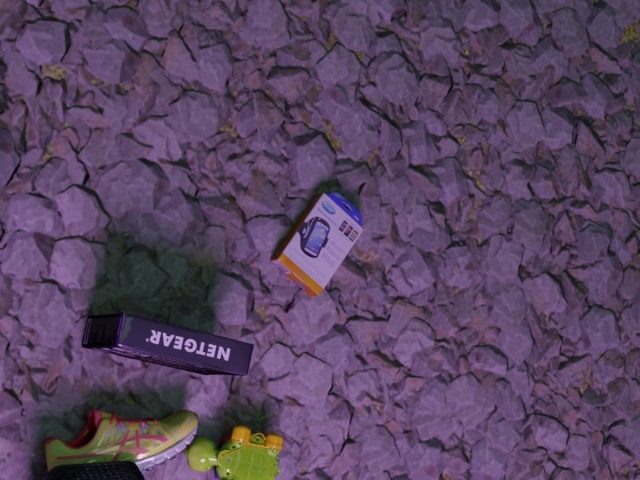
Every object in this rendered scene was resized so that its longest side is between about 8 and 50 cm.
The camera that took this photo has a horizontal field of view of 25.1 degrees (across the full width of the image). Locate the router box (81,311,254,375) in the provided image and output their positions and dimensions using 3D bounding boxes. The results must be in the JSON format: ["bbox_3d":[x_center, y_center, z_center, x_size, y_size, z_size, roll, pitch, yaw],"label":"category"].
[{"bbox_3d":[-0.191,0.132,1.799,0.179,0.133,0.046,16,79,-27],"label":"router box"}]

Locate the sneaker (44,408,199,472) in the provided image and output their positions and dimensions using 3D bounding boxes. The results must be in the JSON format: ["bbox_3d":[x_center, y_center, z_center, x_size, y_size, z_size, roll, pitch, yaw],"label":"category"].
[{"bbox_3d":[-0.248,0.246,1.787,0.208,0.081,0.094,-22,94,-28],"label":"sneaker"}]

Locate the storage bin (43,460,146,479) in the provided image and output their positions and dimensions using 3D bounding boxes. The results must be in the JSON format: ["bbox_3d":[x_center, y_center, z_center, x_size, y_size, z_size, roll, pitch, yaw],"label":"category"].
[{"bbox_3d":[-0.272,0.363,1.717,0.122,0.084,0.180,1,114,-28],"label":"storage bin"}]

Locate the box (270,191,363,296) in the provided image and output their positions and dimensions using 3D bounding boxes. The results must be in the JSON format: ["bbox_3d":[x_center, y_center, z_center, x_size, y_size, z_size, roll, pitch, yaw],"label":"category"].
[{"bbox_3d":[0.000,0.000,1.976,0.081,0.028,0.136,43,65,-18],"label":"box"}]

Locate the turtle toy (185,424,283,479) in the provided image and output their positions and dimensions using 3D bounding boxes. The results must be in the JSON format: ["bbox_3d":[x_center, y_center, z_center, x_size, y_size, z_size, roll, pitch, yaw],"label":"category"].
[{"bbox_3d":[-0.111,0.287,1.865,0.130,0.066,0.095,18,77,-25],"label":"turtle toy"}]
